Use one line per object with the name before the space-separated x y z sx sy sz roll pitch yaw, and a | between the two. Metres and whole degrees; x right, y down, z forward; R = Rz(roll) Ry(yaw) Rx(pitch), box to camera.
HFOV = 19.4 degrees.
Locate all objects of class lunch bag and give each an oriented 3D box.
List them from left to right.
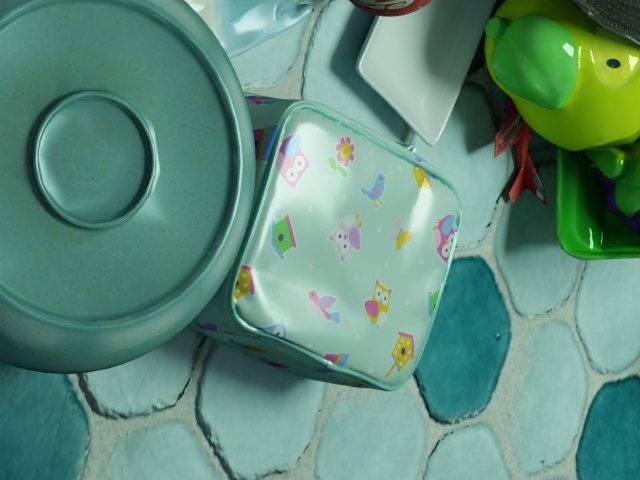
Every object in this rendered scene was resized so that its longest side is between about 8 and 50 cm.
lunch bag | 0.000 0.000 1.614 0.279 0.108 0.224 27 74 -48

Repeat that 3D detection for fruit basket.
fruit basket | 0.331 -0.165 1.849 0.392 0.283 0.392 -2 90 -69

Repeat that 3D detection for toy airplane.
toy airplane | 0.208 -0.104 1.903 0.151 0.028 0.151 -8 100 -55

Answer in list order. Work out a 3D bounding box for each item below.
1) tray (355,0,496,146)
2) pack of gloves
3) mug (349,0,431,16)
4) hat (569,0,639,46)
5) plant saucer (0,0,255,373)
tray | 0.110 -0.238 1.767 0.145 0.030 0.270 42 64 -45
pack of gloves | -0.074 -0.243 1.538 0.232 0.046 0.195 -35 122 -41
mug | 0.025 -0.259 1.576 0.113 0.150 0.169 -65 167 8
hat | 0.346 -0.338 1.698 0.331 0.134 0.331 3 83 -28
plant saucer | -0.174 -0.059 1.381 0.317 0.043 0.318 0 90 -34
